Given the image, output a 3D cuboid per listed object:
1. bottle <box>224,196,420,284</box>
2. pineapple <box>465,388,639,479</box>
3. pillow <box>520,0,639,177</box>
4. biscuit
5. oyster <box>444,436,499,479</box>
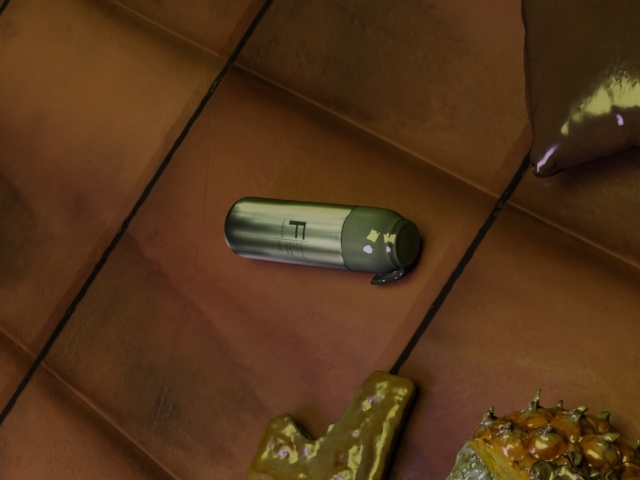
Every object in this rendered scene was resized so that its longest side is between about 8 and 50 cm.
[{"bbox_3d":[0.000,0.000,1.707,0.253,0.079,0.096,5,110,35],"label":"bottle"},{"bbox_3d":[0.265,0.224,1.365,0.139,0.164,0.250,-35,59,-12],"label":"pineapple"},{"bbox_3d":[0.365,-0.238,1.549,0.305,0.108,0.308,-14,62,26],"label":"pillow"},{"bbox_3d":[0.010,0.226,1.621,0.183,0.039,0.174,9,76,35],"label":"biscuit"},{"bbox_3d":[0.165,0.287,1.480,0.125,0.064,0.177,8,72,40],"label":"oyster"}]
